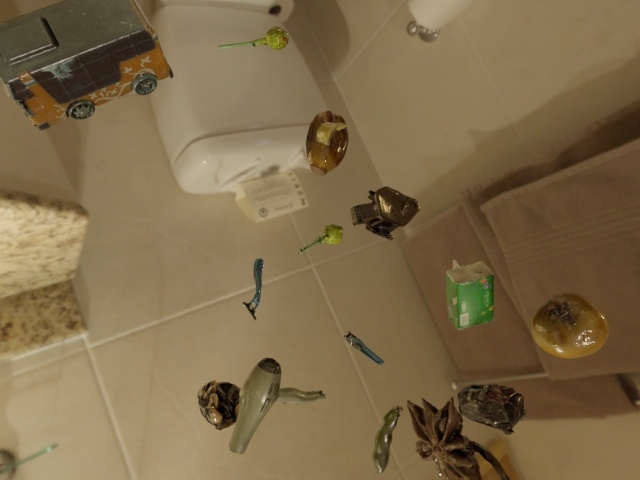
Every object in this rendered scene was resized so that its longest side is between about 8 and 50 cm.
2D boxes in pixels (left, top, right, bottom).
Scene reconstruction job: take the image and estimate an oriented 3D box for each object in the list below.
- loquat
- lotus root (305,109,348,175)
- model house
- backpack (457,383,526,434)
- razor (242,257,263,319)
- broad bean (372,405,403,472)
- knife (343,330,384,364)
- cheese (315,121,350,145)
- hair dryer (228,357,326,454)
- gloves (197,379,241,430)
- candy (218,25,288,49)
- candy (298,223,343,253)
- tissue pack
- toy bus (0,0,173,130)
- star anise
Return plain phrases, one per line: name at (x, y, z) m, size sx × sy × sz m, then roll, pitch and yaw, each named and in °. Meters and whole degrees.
loquat at (0.765, 0.261, 1.397) m, size 0.213 × 0.213 × 0.213 m, roll -23°, pitch 172°, yaw -3°
lotus root at (0.018, -0.417, 1.969) m, size 0.193 × 0.291 × 0.193 m, roll 7°, pitch 158°, yaw 3°
model house at (0.191, -0.089, 1.444) m, size 0.203 × 0.141 × 0.164 m, roll 25°, pitch 158°, yaw -33°
backpack at (0.454, 0.440, 1.209) m, size 0.165 × 0.106 × 0.120 m, roll 4°, pitch -165°, yaw 42°
razor at (-0.218, 0.150, 1.526) m, size 0.042 × 0.082 × 0.253 m, roll -17°, pitch -144°, yaw 11°
broad bean at (0.198, 0.623, 1.392) m, size 0.065 × 0.255 × 0.046 m, roll 4°, pitch -162°, yaw -23°
knife at (0.170, 0.417, 1.715) m, size 0.044 × 0.026 × 0.296 m, roll -30°, pitch 132°, yaw 19°
cheese at (0.030, -0.290, 1.173) m, size 0.084 × 0.041 × 0.060 m, roll -36°, pitch -146°, yaw -13°
hair dryer at (-0.120, 0.403, 1.046) m, size 0.219 × 0.225 × 0.088 m, roll -50°, pitch -145°, yaw -5°
gloves at (-0.270, 0.440, 1.206) m, size 0.164 × 0.124 × 0.203 m, roll 10°, pitch 179°, yaw 10°
candy at (-0.178, -0.524, 1.184) m, size 0.193 × 0.058 × 0.062 m, roll -4°, pitch 177°, yaw 11°
candy at (-0.002, 0.001, 1.649) m, size 0.262 × 0.077 × 0.073 m, roll -29°, pitch 142°, yaw -52°
tissue pack at (0.536, 0.187, 1.641) m, size 0.148 × 0.209 × 0.156 m, roll -13°, pitch -152°, yaw -2°
toy bus at (-0.509, -0.391, 0.958) m, size 0.323 × 0.162 × 0.194 m, roll -29°, pitch 168°, yaw -13°
star anise at (0.383, 0.600, 1.321) m, size 0.109 × 0.292 × 0.349 m, roll -25°, pitch 169°, yaw -31°
